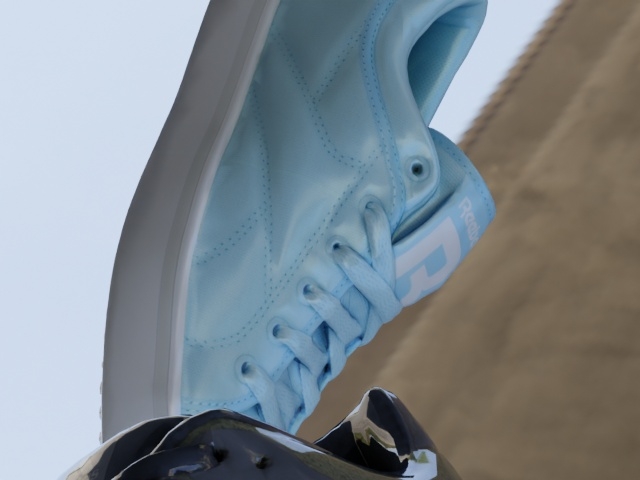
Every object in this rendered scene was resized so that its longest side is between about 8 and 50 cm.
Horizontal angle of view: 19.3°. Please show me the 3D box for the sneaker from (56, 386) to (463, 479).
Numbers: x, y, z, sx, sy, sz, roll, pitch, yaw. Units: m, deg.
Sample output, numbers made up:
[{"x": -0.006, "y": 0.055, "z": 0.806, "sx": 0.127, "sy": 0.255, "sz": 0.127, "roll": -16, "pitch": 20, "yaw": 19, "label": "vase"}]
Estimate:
[{"x": -0.040, "y": 0.103, "z": 0.382, "sx": 0.111, "sy": 0.300, "sz": 0.121, "roll": -36, "pitch": -106, "yaw": 26, "label": "sneaker"}]

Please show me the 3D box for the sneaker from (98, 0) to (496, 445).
[{"x": 0.000, "y": 0.000, "z": 0.872, "sx": 0.150, "sy": 0.135, "sz": 0.366, "roll": 6, "pitch": -117, "yaw": 14, "label": "sneaker"}]
